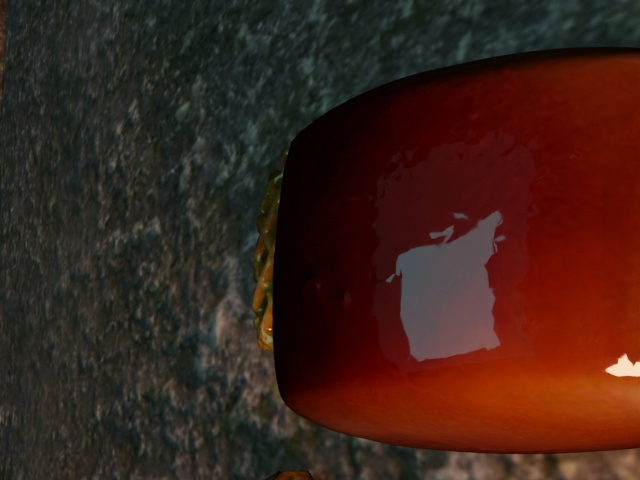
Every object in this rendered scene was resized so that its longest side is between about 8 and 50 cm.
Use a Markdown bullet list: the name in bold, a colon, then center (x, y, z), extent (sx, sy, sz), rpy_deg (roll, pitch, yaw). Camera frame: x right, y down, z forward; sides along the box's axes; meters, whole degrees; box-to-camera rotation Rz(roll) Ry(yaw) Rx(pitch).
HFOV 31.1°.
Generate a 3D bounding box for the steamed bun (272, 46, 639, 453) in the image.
- **steamed bun**: center (0.103, 0.016, 0.732), extent (0.379, 0.248, 0.235), rpy_deg (-16, 68, 60)

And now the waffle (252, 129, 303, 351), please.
- **waffle**: center (-0.002, 0.000, 1.130), extent (0.254, 0.052, 0.245), rpy_deg (-18, 66, 59)

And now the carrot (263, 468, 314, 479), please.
- **carrot**: center (0.004, 0.312, 1.024), extent (0.070, 0.070, 0.260), rpy_deg (-63, 34, 31)
